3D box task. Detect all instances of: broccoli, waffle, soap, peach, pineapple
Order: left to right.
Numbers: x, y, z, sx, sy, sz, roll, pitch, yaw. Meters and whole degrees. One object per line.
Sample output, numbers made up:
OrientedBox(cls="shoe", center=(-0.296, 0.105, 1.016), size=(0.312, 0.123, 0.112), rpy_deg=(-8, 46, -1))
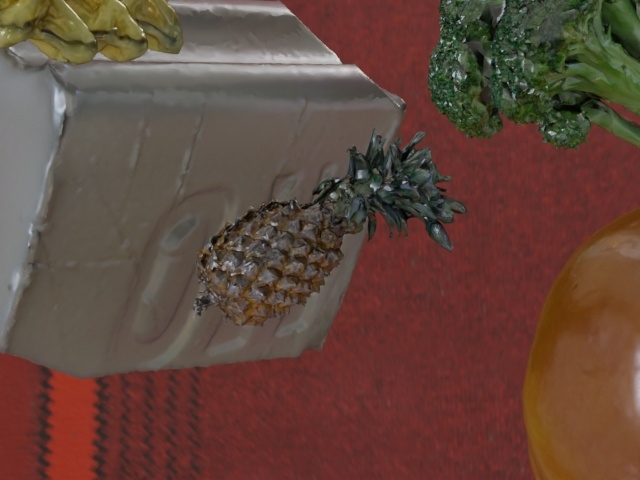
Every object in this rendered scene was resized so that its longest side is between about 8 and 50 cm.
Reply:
OrientedBox(cls="waffle", center=(-0.216, -0.214, 1.051), size=(0.056, 0.261, 0.250), rpy_deg=(-54, 48, 32))
OrientedBox(cls="soap", center=(-0.159, -0.048, 1.454), size=(0.213, 0.435, 0.350), rpy_deg=(42, 119, 35))
OrientedBox(cls="pineapple", center=(0.000, -0.001, 1.152), size=(0.221, 0.083, 0.103), rpy_deg=(-30, 48, -8))
OrientedBox(cls="broccoli", center=(0.237, -0.202, 1.414), size=(0.275, 0.308, 0.308), rpy_deg=(41, 79, -5))
OrientedBox(cls="peach", center=(0.335, 0.123, 1.203), size=(0.301, 0.343, 0.343), rpy_deg=(18, 73, 32))
